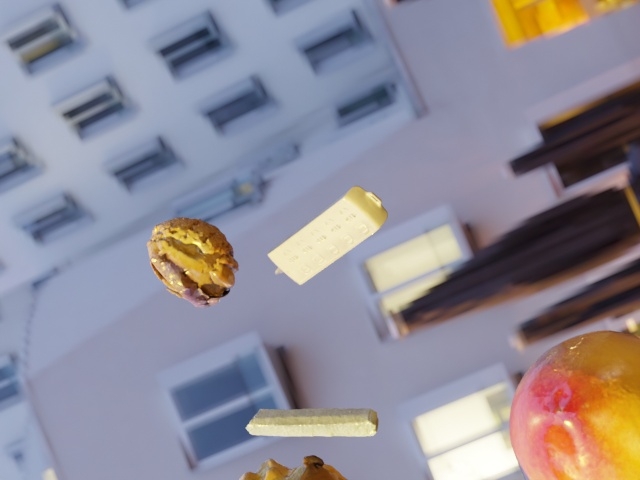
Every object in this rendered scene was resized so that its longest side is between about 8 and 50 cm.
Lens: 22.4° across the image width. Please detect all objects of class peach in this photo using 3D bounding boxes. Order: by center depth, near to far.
[{"bbox_3d":[0.389,0.266,2.208,0.308,0.289,0.289,15,-139,-24],"label":"peach"}]

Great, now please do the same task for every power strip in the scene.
[{"bbox_3d":[0.000,0.000,2.062,0.060,0.252,0.027,42,-128,-9],"label":"power strip"}]

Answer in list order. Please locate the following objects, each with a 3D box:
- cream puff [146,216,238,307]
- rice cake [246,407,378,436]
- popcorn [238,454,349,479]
[{"bbox_3d":[-0.167,0.023,2.089,0.133,0.104,0.119,49,175,-21],"label":"cream puff"},{"bbox_3d":[-0.010,0.232,2.057,0.033,0.170,0.029,-79,-18,-48],"label":"rice cake"},{"bbox_3d":[-0.004,0.263,1.397,0.152,0.167,0.148,107,179,-48],"label":"popcorn"}]
